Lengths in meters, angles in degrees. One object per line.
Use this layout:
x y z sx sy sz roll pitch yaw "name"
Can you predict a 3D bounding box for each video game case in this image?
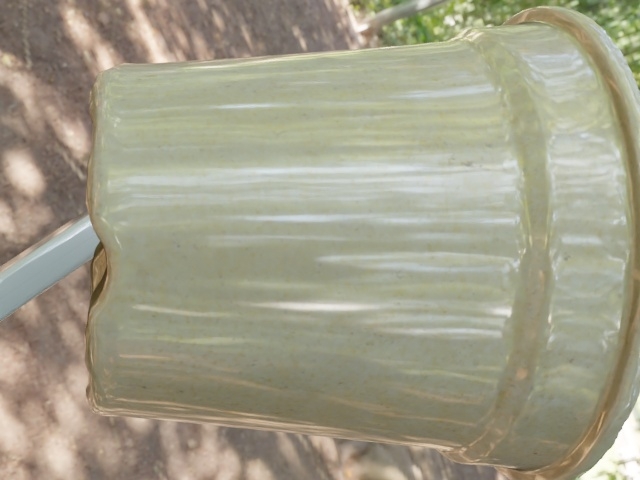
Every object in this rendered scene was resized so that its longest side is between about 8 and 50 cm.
-0.279 0.030 0.885 0.329 0.300 0.036 -40 103 -34 "video game case"

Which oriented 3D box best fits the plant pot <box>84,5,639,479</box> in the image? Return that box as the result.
0.000 0.000 0.621 0.334 0.305 0.334 -178 -90 -77 "plant pot"
